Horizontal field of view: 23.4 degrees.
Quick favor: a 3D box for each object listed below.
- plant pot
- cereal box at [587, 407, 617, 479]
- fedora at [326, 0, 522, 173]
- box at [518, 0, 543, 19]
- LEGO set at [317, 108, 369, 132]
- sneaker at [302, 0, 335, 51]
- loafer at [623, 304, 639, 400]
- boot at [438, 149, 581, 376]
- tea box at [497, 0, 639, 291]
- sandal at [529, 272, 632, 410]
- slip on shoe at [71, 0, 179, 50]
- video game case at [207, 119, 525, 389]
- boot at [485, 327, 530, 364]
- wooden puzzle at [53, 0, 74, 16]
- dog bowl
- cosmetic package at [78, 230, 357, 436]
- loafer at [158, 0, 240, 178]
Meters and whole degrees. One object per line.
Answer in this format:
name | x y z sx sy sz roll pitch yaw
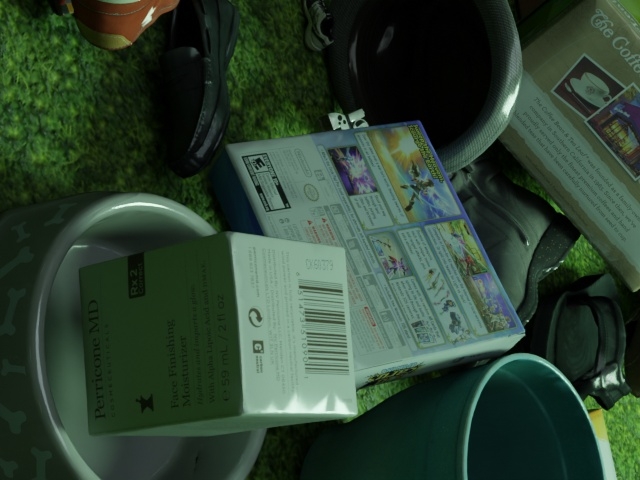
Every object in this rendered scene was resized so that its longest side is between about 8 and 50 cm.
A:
plant pot | 0.124 0.270 1.630 0.272 0.255 0.271 19 65 -48
cereal box | 0.340 0.356 2.038 0.173 0.047 0.240 -12 88 -52
fedora | 0.140 -0.209 1.810 0.124 0.244 0.275 4 59 -57
box | 0.373 -0.351 2.228 0.149 0.127 0.232 0 79 -51
LEGO set | 0.055 -0.046 1.773 0.093 0.087 0.227 -27 100 -38
sneaker | 0.002 -0.264 1.816 0.032 0.037 0.083 11 70 -47
loafer | 0.497 0.115 2.249 0.133 0.130 0.366 63 23 -12
boot | 0.161 0.012 1.854 0.223 0.118 0.338 42 41 -3
tea box | 0.385 -0.166 1.981 0.329 0.220 0.323 48 21 -6
sandal | 0.355 0.132 1.992 0.446 0.107 0.167 -35 117 -64
slip on shoe | -0.169 -0.302 1.576 0.331 0.123 0.101 -65 171 -50
video game case | 0.046 0.013 1.564 0.244 0.061 0.269 -10 64 -32
boot | 0.258 0.137 1.982 0.190 0.076 0.208 -33 99 -37
wooden puzzle | -0.249 -0.250 1.526 0.049 0.006 0.083 -28 101 -51
dog bowl | -0.179 0.113 1.427 0.349 0.102 0.348 20 64 -46
cosmetic package | -0.088 0.085 1.316 0.151 0.184 0.151 8 73 -50
loafer | -0.136 -0.167 1.591 0.078 0.076 0.223 30 52 -37
